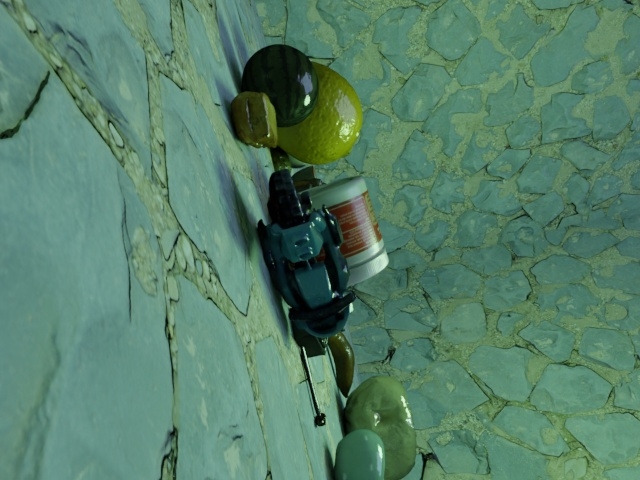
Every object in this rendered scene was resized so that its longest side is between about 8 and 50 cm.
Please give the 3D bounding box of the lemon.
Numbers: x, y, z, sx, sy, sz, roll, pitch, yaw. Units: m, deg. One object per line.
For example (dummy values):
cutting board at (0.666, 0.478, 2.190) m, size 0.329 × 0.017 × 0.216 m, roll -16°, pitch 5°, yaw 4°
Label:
lemon at (-0.029, -0.407, 1.631) m, size 0.336 × 0.336 × 0.336 m, roll -15°, pitch 90°, yaw -87°

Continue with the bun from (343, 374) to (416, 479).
bun at (0.184, 0.624, 1.691) m, size 0.360 × 0.211 × 0.359 m, roll 173°, pitch -90°, yaw -85°

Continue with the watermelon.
watermelon at (-0.107, -0.407, 1.338) m, size 0.212 × 0.212 × 0.212 m, roll -15°, pitch 90°, yaw -87°

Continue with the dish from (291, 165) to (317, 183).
dish at (-0.052, -0.140, 1.838) m, size 0.256 × 0.117 × 0.256 m, roll -14°, pitch 90°, yaw -87°

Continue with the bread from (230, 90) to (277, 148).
bread at (-0.141, -0.260, 1.119) m, size 0.211 × 0.083 × 0.114 m, roll -67°, pitch 147°, yaw -85°

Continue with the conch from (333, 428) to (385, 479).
conch at (0.093, 0.546, 1.150) m, size 0.185 × 0.121 × 0.221 m, roll 77°, pitch 7°, yaw -63°

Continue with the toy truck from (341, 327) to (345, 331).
toy truck at (0.039, 0.296, 1.909) m, size 0.201 × 0.074 × 0.088 m, roll -94°, pitch 160°, yaw -70°

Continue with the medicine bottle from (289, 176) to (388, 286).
medicine bottle at (0.025, -0.019, 1.318) m, size 0.252 × 0.253 × 0.240 m, roll -88°, pitch 161°, yaw -79°

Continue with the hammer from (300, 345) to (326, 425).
hammer at (-0.020, 0.325, 1.135) m, size 0.065 × 0.021 × 0.178 m, roll 64°, pitch 9°, yaw -76°

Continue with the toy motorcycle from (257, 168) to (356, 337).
toy motorcycle at (-0.019, 0.047, 1.008) m, size 0.416 × 0.172 × 0.232 m, roll 80°, pitch -7°, yaw -59°

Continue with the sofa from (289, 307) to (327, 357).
sofa at (-0.024, 0.212, 1.194) m, size 0.147 × 0.060 × 0.085 m, roll 70°, pitch 6°, yaw -58°

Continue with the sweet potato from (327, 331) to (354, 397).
sweet potato at (0.067, 0.391, 1.785) m, size 0.108 × 0.079 × 0.346 m, roll -64°, pitch 140°, yaw -58°

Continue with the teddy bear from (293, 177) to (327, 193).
teddy bear at (-0.060, -0.125, 1.588) m, size 0.140 × 0.177 × 0.190 m, roll 30°, pitch 7°, yaw -4°

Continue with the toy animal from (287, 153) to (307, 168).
toy animal at (-0.097, -0.342, 1.859) m, size 0.138 × 0.166 × 0.179 m, roll 70°, pitch 18°, yaw -53°

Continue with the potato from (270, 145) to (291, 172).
potato at (-0.128, -0.270, 1.705) m, size 0.198 × 0.054 × 0.119 m, roll -97°, pitch 169°, yaw -69°

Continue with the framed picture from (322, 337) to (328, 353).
framed picture at (0.008, 0.172, 1.543) m, size 0.213 × 0.016 × 0.289 m, roll 70°, pitch 24°, yaw -51°
